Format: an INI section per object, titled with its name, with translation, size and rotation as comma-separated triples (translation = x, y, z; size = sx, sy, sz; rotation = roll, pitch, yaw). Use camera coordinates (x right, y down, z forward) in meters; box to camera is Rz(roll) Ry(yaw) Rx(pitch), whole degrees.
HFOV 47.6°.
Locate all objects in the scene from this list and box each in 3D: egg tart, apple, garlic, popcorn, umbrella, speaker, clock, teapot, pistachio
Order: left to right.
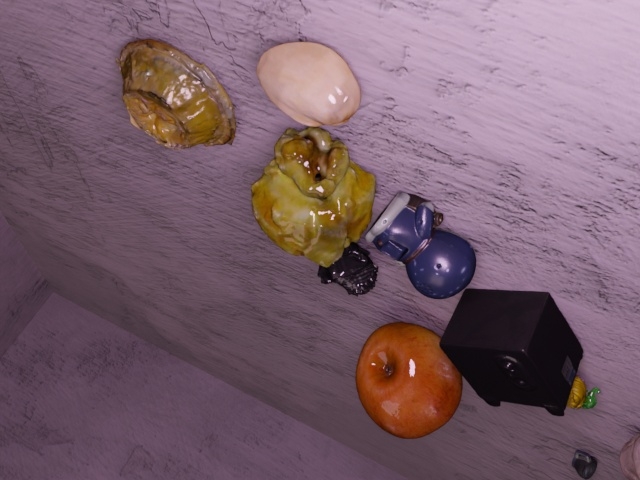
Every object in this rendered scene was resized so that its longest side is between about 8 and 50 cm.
[egg tart]
translation = -0.331, -0.298, 1.607
size = 0.314, 0.120, 0.315
rotation = 24, 153, 13
[pistachio]
translation = -0.015, -0.288, 1.321
size = 0.200, 0.117, 0.145
rotation = 34, 115, 10
[popcorn]
translation = -0.009, -0.101, 1.519
size = 0.276, 0.276, 0.225
rotation = 56, 180, -39
[umbrella]
translation = -0.001, 0.007, 1.754
size = 0.128, 0.154, 0.336
rotation = -41, 112, 20
[apple]
translation = 0.231, 0.371, 1.963
size = 0.298, 0.299, 0.275
rotation = 6, 154, 40
[clock]
translation = 0.220, 0.021, 1.564
size = 0.243, 0.146, 0.199
rotation = 40, 148, 0
[speaker]
translation = 0.445, 0.257, 1.682
size = 0.232, 0.184, 0.254
rotation = -1, 137, 46
[teapot]
translation = 0.780, 0.660, 2.156
size = 0.057, 0.066, 0.088
rotation = 25, 135, 50
[garlic]
translation = 0.850, 0.597, 1.810
size = 0.218, 0.212, 0.219
rotation = 22, 145, 17

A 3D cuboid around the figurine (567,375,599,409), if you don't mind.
[figurine]
translation = 0.614, 0.356, 1.794
size = 0.156, 0.095, 0.115
rotation = 22, 113, 10
